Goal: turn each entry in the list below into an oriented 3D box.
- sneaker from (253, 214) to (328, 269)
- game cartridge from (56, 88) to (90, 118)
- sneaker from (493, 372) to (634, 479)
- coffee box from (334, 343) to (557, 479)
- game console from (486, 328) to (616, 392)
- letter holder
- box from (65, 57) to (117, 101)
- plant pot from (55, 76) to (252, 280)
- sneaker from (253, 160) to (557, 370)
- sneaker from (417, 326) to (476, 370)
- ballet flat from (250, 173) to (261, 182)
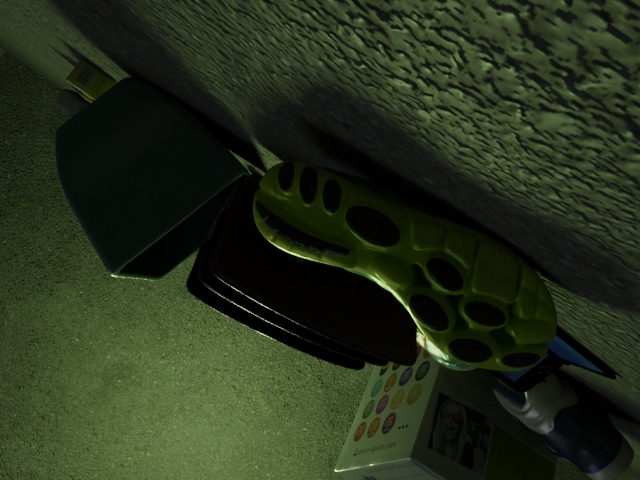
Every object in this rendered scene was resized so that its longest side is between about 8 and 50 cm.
[{"bbox_3d":[0.011,0.001,0.756,0.234,0.106,0.078,34,160,20],"label":"sneaker"},{"bbox_3d":[-0.455,-0.256,1.496,0.355,0.068,0.230,33,-164,17],"label":"game cartridge"},{"bbox_3d":[0.427,0.307,1.135,0.236,0.130,0.323,43,-178,7],"label":"sneaker"},{"bbox_3d":[0.296,0.440,1.371,0.338,0.334,0.337,34,146,-10],"label":"coffee box"},{"bbox_3d":[0.264,0.149,0.752,0.144,0.124,0.085,36,-158,-21],"label":"game console"},{"bbox_3d":[-0.027,0.084,0.848,0.302,0.152,0.214,27,-143,-15],"label":"letter holder"},{"bbox_3d":[-0.472,-0.318,1.291,0.087,0.058,0.232,35,177,-10],"label":"box"},{"bbox_3d":[-0.277,-0.109,0.980,0.252,0.247,0.248,51,177,5],"label":"plant pot"},{"bbox_3d":[0.083,0.008,0.554,0.295,0.109,0.123,32,-161,9],"label":"sneaker"},{"bbox_3d":[0.161,0.115,0.969,0.121,0.108,0.302,31,179,-21],"label":"sneaker"},{"bbox_3d":[-0.123,-0.092,1.231,0.067,0.073,0.206,7,179,-1],"label":"ballet flat"}]
